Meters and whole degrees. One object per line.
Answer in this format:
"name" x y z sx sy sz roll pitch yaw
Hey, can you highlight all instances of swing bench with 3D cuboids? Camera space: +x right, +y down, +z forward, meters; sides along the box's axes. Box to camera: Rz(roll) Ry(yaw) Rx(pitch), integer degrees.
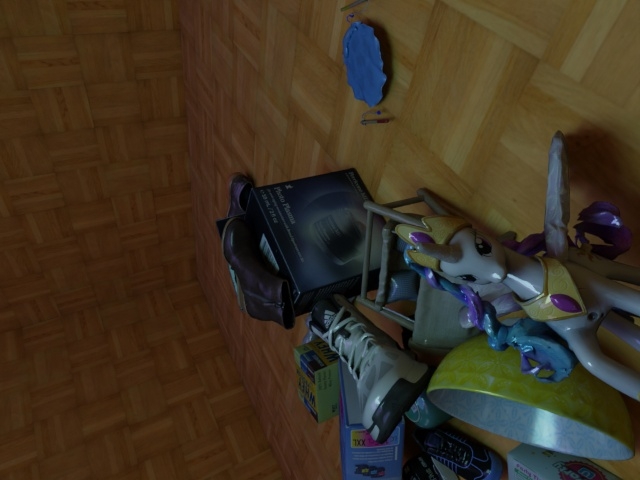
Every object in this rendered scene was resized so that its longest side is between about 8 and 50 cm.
"swing bench" 0.212 0.065 0.898 0.255 0.165 0.253 41 138 49

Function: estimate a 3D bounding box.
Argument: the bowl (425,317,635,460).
"bowl" 0.328 0.216 0.718 0.289 0.289 0.156 -38 27 63

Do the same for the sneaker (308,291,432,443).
"sneaker" 0.066 0.236 0.924 0.257 0.169 0.447 36 179 9

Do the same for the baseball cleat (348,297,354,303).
"baseball cleat" 0.059 0.186 1.388 0.109 0.072 0.205 -135 41 -57

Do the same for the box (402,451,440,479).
"box" 0.279 0.671 1.208 0.147 0.078 0.180 55 149 36

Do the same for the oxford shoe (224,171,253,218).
"oxford shoe" -0.336 -0.105 1.969 0.133 0.130 0.363 31 131 47

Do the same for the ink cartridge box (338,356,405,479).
"ink cartridge box" 0.129 0.552 1.239 0.270 0.151 0.395 -93 0 -67

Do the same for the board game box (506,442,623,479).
"board game box" 0.443 0.527 0.772 0.224 0.098 0.303 20 123 59

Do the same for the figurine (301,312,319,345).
"figurine" 0.003 0.366 1.605 0.215 0.092 0.209 39 130 52

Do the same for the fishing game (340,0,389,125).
"fishing game" 0.102 -0.391 1.012 0.189 0.041 0.264 -151 45 -66

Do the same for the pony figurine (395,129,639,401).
"pony figurine" 0.295 0.039 0.544 0.364 0.351 0.302 27 112 21

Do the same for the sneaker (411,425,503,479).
"sneaker" 0.296 0.477 1.021 0.081 0.090 0.232 -65 17 -18

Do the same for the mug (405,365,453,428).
"mug" 0.242 0.374 1.089 0.158 0.097 0.129 9 112 62

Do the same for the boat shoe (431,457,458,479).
"boat shoe" 0.303 0.561 1.137 0.125 0.046 0.038 62 156 18

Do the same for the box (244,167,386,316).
"box" 0.000 0.000 1.139 0.296 0.294 0.182 63 151 22

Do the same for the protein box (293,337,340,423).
"protein box" 0.043 0.409 1.394 0.136 0.201 0.199 33 133 54

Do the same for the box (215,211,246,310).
"box" -0.263 0.077 1.762 0.312 0.179 0.343 148 106 -83

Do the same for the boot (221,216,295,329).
"boot" -0.136 0.071 1.050 0.207 0.090 0.248 8 110 49

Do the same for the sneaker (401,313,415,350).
"sneaker" 0.235 0.220 1.076 0.089 0.051 0.170 70 159 9
